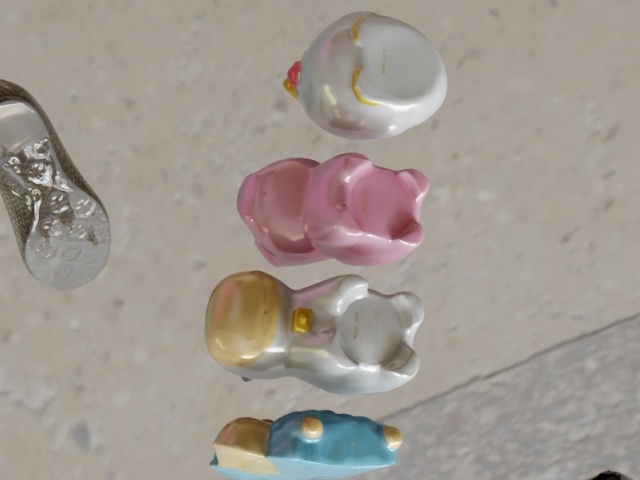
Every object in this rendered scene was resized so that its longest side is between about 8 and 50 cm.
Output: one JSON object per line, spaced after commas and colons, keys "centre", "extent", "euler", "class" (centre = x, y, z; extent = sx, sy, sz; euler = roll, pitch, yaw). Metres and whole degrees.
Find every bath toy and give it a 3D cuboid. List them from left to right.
{"centre": [0.000, 0.000, 1.236], "extent": [0.151, 0.129, 0.348], "euler": [17, 69, -20], "class": "bath toy"}

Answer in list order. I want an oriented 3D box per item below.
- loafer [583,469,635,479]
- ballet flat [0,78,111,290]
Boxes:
{"centre": [0.227, 0.293, 1.731], "extent": [0.220, 0.078, 0.080], "euler": [-32, 47, -4], "class": "loafer"}
{"centre": [-0.241, -0.048, 1.434], "extent": [0.084, 0.250, 0.058], "euler": [-30, 51, -8], "class": "ballet flat"}
